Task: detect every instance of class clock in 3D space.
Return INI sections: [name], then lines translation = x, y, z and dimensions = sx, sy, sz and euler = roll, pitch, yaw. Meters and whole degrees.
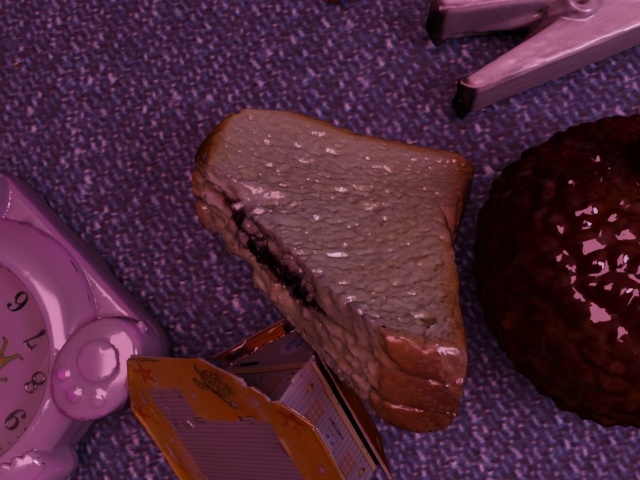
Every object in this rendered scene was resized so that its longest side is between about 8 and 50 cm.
[clock]
translation = -0.340, 0.119, 0.644
dimensions = 0.322, 0.113, 0.295
euler = -45, 82, 0

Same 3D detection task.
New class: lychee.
[lychee]
translation = 0.249, 0.028, 0.536
dimensions = 0.260, 0.260, 0.261
euler = -1, 83, 5

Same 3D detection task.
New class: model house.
[model house]
translation = -0.038, 0.142, 0.594
dimensions = 0.207, 0.136, 0.219
euler = -14, 113, 39

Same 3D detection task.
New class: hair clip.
[hair clip]
translation = 0.271, -0.228, 0.645
dimensions = 0.330, 0.085, 0.101
euler = -20, 75, 2

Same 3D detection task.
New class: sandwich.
[sandwich]
translation = -0.001, 0.004, 0.557
dimensions = 0.254, 0.288, 0.100
euler = 13, 128, 1

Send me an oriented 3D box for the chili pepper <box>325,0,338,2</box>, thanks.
[chili pepper]
translation = 0.116, -0.327, 0.683
dimensions = 0.272, 0.063, 0.071
euler = -27, 69, 4
